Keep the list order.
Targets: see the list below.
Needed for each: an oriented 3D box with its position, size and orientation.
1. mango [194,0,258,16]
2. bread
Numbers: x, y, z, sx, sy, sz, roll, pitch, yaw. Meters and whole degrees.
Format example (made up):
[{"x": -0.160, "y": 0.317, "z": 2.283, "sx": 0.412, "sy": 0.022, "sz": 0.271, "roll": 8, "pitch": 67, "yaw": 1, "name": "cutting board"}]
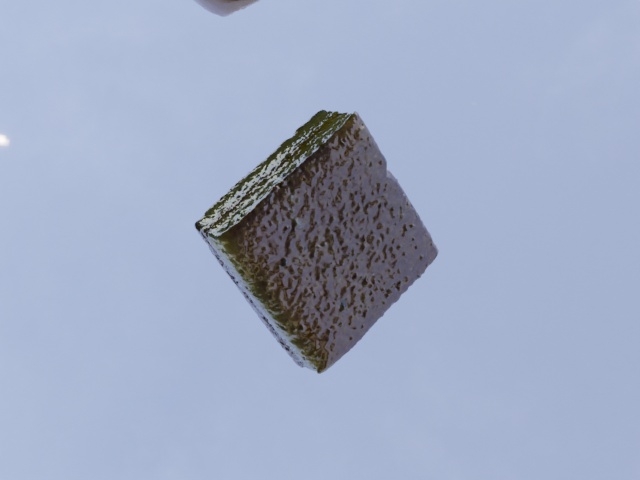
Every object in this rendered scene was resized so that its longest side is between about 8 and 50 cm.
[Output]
[{"x": -0.013, "y": -0.190, "z": 0.676, "sx": 0.141, "sy": 0.217, "sz": 0.102, "roll": -11, "pitch": -71, "yaw": 26, "name": "mango"}, {"x": 0.000, "y": 0.000, "z": 0.602, "sx": 0.090, "sy": 0.094, "sz": 0.035, "roll": -46, "pitch": -147, "yaw": -19, "name": "bread"}]
